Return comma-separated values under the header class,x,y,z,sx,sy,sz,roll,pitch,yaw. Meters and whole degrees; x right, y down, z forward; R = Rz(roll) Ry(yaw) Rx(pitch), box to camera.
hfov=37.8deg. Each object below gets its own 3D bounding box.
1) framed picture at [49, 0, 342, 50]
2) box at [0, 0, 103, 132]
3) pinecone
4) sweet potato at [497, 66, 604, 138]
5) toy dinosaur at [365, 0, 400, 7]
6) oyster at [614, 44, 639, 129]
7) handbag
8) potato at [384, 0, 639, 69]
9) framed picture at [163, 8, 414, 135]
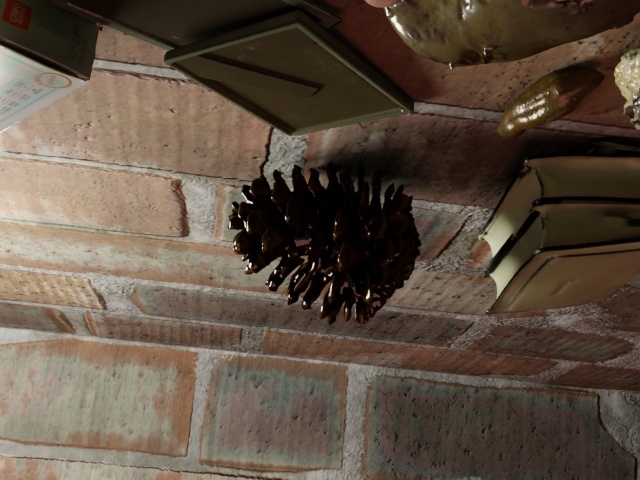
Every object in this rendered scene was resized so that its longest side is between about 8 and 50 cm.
class,x,y,z,sx,sy,sz,roll,pitch,yaw
framed picture,-0.134,-0.250,1.002,0.252,0.014,0.197,17,157,-33
box,-0.384,-0.204,1.097,0.135,0.079,0.269,20,156,-40
pinecone,0.000,-0.002,1.366,0.292,0.246,0.246,13,162,8
sweet potato,0.258,-0.159,1.115,0.053,0.053,0.182,22,159,-19
toy dinosaur,0.041,-0.275,0.635,0.152,0.177,0.194,7,159,-10
oyster,0.390,-0.173,1.031,0.209,0.071,0.133,-7,163,-32
handbag,0.381,-0.007,1.371,0.237,0.160,0.358,0,162,-2
potato,0.177,-0.230,0.781,0.263,0.164,0.165,-2,160,30
framed picture,-0.032,-0.188,1.118,0.192,0.018,0.265,-8,162,30
